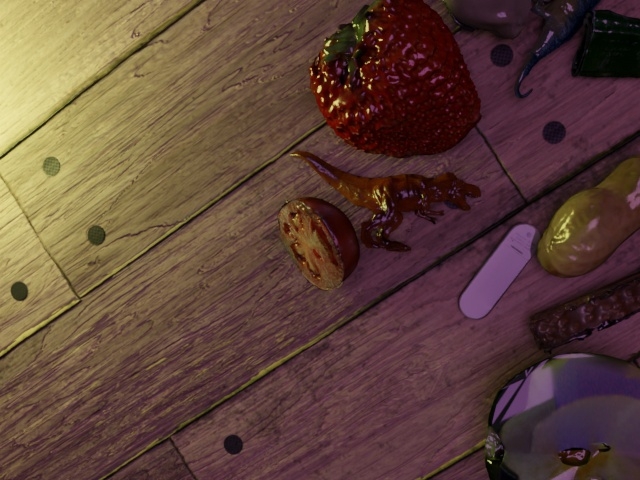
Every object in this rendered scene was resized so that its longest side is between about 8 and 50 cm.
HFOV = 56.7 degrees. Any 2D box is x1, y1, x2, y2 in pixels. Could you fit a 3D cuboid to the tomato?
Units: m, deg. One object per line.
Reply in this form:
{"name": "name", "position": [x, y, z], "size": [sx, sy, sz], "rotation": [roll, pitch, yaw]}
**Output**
{"name": "tomato", "position": [0.002, -0.002, 1.280], "size": [0.085, 0.225, 0.225], "rotation": [-34, 88, -30]}

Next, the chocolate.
{"name": "chocolate", "position": [0.598, 0.131, 1.248], "size": [0.329, 0.065, 0.102], "rotation": [-26, 122, 8]}

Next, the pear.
{"name": "pear", "position": [0.524, 0.408, 1.225], "size": [0.398, 0.165, 0.399], "rotation": [1, 94, 8]}

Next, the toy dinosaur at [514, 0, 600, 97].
{"name": "toy dinosaur", "position": [0.498, -0.467, 1.220], "size": [0.147, 0.076, 0.363], "rotation": [42, 92, -9]}

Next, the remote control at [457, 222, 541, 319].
{"name": "remote control", "position": [0.390, 0.068, 1.296], "size": [0.077, 0.022, 0.245], "rotation": [35, 97, 2]}

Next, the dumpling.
{"name": "dumpling", "position": [0.313, -0.530, 1.179], "size": [0.163, 0.204, 0.293], "rotation": [-24, 99, 20]}

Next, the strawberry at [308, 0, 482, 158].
{"name": "strawberry", "position": [0.162, -0.310, 1.210], "size": [0.351, 0.267, 0.312], "rotation": [35, 128, -24]}

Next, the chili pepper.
{"name": "chili pepper", "position": [0.658, -0.388, 1.185], "size": [0.270, 0.099, 0.136], "rotation": [2, 119, 5]}

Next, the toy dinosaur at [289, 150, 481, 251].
{"name": "toy dinosaur", "position": [0.127, -0.077, 1.286], "size": [0.431, 0.097, 0.208], "rotation": [8, 79, 4]}

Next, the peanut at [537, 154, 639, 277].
{"name": "peanut", "position": [0.574, -0.052, 1.202], "size": [0.319, 0.147, 0.147], "rotation": [-44, 87, 12]}
